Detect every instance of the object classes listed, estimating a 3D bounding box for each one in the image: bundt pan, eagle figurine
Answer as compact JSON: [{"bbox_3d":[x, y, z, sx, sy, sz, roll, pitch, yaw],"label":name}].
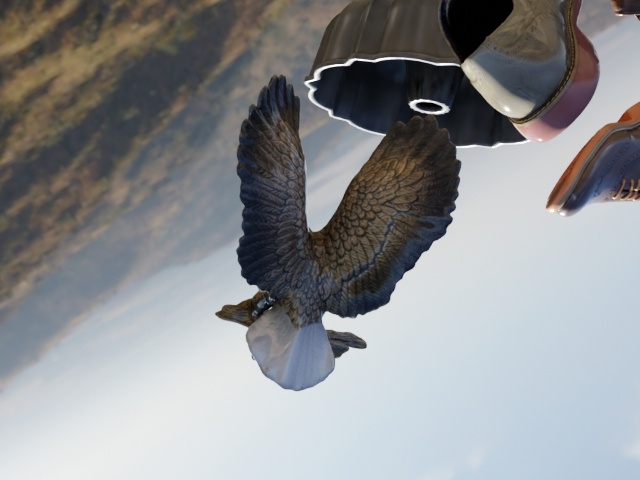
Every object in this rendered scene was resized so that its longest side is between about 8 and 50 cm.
[{"bbox_3d":[0.151,-0.229,1.584,0.331,0.124,0.331,10,167,2],"label":"bundt pan"},{"bbox_3d":[-0.007,-0.007,1.340,0.226,0.225,0.298,-20,142,-52],"label":"eagle figurine"}]

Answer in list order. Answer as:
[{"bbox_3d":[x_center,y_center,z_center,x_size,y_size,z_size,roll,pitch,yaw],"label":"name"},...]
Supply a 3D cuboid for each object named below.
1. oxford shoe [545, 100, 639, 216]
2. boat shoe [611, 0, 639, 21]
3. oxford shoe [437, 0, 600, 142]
[{"bbox_3d":[0.499,-0.118,2.016,0.363,0.133,0.130,-36,164,-41],"label":"oxford shoe"},{"bbox_3d":[0.354,-0.247,1.274,0.064,0.060,0.178,6,-178,44],"label":"boat shoe"},{"bbox_3d":[0.181,-0.235,1.204,0.123,0.130,0.348,-47,-157,23],"label":"oxford shoe"}]
